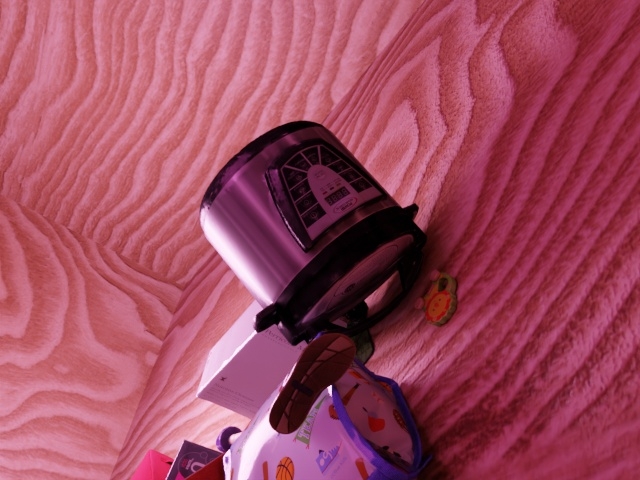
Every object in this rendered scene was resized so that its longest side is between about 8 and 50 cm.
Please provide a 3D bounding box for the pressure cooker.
[{"bbox_3d":[0.001,0.002,1.383,0.370,0.420,0.375,-46,-17,21],"label":"pressure cooker"}]

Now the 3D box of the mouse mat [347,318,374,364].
[{"bbox_3d":[0.065,0.253,1.495,0.152,0.007,0.189,-55,18,18],"label":"mouse mat"}]

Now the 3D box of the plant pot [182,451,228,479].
[{"bbox_3d":[-0.185,0.589,1.164,0.267,0.236,0.267,-64,-18,9],"label":"plant pot"}]

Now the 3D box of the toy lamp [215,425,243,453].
[{"bbox_3d":[-0.201,0.512,1.702,0.275,0.080,0.080,-37,29,51],"label":"toy lamp"}]

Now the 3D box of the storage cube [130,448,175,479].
[{"bbox_3d":[-0.444,0.743,1.838,0.215,0.183,0.193,-60,19,-1],"label":"storage cube"}]

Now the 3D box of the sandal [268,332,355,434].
[{"bbox_3d":[-0.017,0.218,1.014,0.180,0.072,0.049,-54,-2,-6],"label":"sandal"}]

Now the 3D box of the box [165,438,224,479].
[{"bbox_3d":[-0.314,0.635,1.567,0.165,0.143,0.270,-71,2,-52],"label":"box"}]

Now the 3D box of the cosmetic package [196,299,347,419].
[{"bbox_3d":[-0.122,0.283,1.613,0.385,0.217,0.156,-49,21,41],"label":"cosmetic package"}]

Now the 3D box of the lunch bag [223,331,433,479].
[{"bbox_3d":[0.005,0.392,1.074,0.328,0.239,0.385,-56,11,8],"label":"lunch bag"}]

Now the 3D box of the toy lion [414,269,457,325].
[{"bbox_3d":[0.227,0.111,1.236,0.100,0.034,0.096,-62,25,-5],"label":"toy lion"}]
